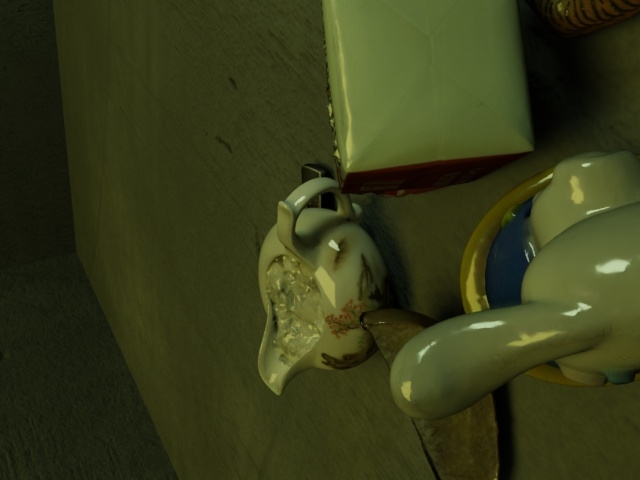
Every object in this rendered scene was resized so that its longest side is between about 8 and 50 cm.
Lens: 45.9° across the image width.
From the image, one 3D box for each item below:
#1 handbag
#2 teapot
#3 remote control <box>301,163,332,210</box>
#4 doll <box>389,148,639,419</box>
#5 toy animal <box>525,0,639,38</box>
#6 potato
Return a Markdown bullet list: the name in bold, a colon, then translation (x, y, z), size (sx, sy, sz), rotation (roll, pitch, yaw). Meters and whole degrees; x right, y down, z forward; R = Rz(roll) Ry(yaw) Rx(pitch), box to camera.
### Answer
- **handbag**: translation (0.080, -0.131, 0.668), size (0.298, 0.151, 0.171), rotation (-4, -92, -88)
- **teapot**: translation (-0.006, 0.053, 0.924), size (0.204, 0.139, 0.298), rotation (33, 130, 42)
- **remote control**: translation (0.000, 0.000, 1.031), size (0.059, 0.028, 0.212), rotation (26, 126, 52)
- **doll**: translation (0.211, 0.001, 0.471), size (0.311, 0.243, 0.159), rotation (-18, 74, 23)
- **toy animal**: translation (0.196, -0.193, 0.519), size (0.241, 0.057, 0.099), rotation (-8, 96, 63)
- **potato**: translation (0.139, 0.163, 0.809), size (0.120, 0.100, 0.261), rotation (-65, -47, -71)
